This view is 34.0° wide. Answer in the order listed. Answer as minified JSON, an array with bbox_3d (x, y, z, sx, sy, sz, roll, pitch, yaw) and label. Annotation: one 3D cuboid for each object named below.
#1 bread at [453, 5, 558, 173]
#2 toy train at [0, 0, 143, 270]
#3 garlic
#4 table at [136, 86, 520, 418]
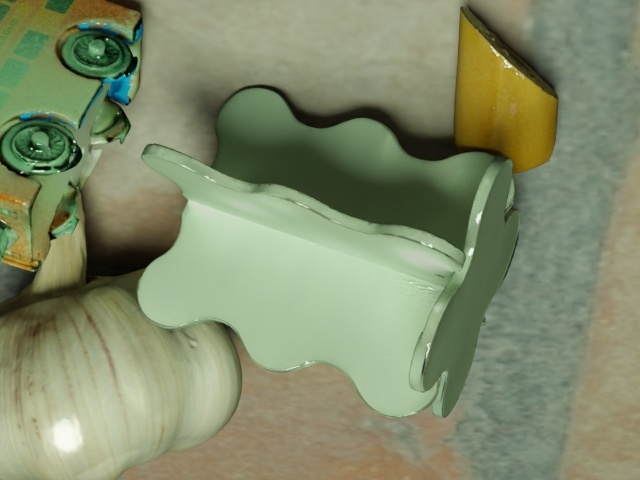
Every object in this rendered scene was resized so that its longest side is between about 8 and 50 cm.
[{"bbox_3d":[0.111,-0.087,0.620,0.062,0.049,0.103,3,124,8],"label":"bread"},{"bbox_3d":[-0.170,-0.068,0.600,0.099,0.188,0.072,21,141,-1],"label":"toy train"},{"bbox_3d":[-0.158,0.042,0.691,0.199,0.199,0.226,-9,95,15],"label":"garlic"},{"bbox_3d":[0.000,0.000,0.619,0.198,0.166,0.166,19,125,19],"label":"table"}]
